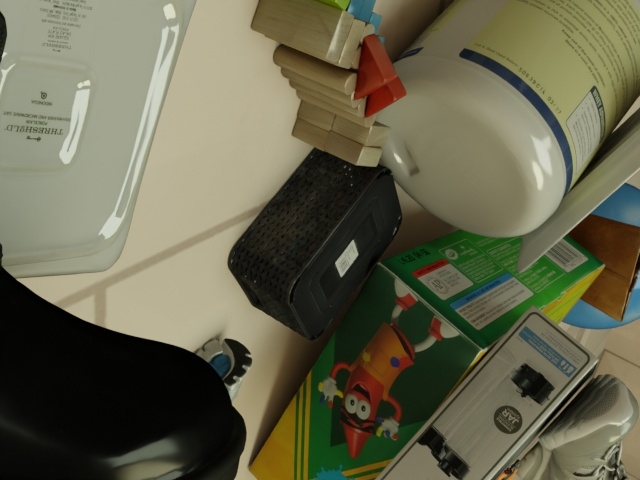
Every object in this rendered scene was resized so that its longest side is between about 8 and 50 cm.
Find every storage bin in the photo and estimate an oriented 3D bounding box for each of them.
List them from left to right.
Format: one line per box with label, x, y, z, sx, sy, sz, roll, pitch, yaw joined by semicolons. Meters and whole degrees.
storage bin;0.000;0.000;0.872;0.180;0.084;0.122;-53;151;-19

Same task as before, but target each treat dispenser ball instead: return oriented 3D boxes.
treat dispenser ball;0.518;0.024;1.552;0.288;0.288;0.288;-40;145;-36

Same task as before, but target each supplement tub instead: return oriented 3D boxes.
supplement tub;0.232;-0.188;0.931;0.325;0.235;0.235;-48;149;-25

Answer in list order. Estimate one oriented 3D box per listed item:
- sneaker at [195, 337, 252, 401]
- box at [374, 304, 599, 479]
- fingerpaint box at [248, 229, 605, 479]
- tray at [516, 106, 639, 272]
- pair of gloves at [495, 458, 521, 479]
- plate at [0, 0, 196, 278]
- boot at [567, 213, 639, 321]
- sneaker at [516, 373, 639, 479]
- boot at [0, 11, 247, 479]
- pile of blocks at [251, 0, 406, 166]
sneaker;-0.139;0.185;0.824;0.191;0.071;0.083;-37;149;-39
box;0.174;0.218;0.903;0.290;0.087;0.169;-49;158;0
fingerpaint box;0.157;0.165;1.128;0.445;0.163;0.371;-18;144;-53
tray;0.315;-0.081;0.914;0.270;0.030;0.145;-49;180;34
pair of gloves;0.182;0.264;0.862;0.074;0.010;0.083;-54;157;14
plate;-0.189;-0.084;0.519;0.277;0.045;0.278;-6;120;-57
boot;0.354;0.051;1.303;0.096;0.280;0.264;-13;126;-55
sneaker;0.312;0.240;0.925;0.105;0.115;0.281;-41;158;-18
boot;-0.171;0.007;0.403;0.348;0.131;0.260;11;109;-26
pile of blocks;0.027;-0.193;0.714;0.149;0.113;0.362;-53;152;-16
